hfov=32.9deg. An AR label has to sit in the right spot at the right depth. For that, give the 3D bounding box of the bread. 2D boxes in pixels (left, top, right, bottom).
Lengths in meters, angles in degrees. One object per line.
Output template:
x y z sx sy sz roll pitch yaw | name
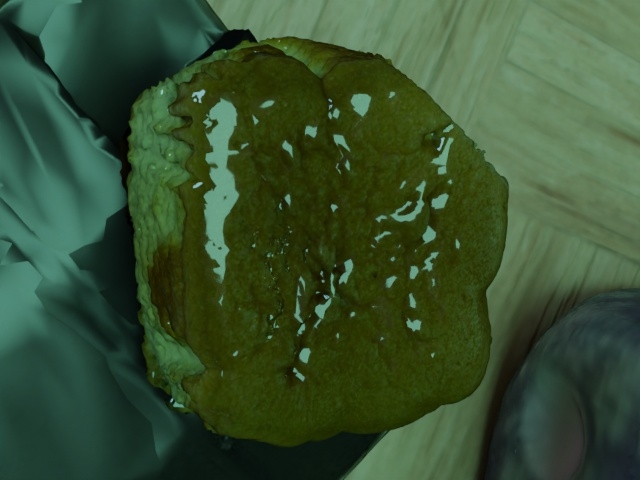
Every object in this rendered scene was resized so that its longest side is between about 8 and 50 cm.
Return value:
0.000 0.000 0.378 0.128 0.069 0.140 -10 106 -26 | bread

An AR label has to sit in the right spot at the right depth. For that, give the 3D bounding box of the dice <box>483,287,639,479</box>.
0.268 0.184 0.631 0.270 0.270 0.271 4 99 -24 | dice

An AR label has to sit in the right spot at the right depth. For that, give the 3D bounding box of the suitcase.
-0.162 0.084 0.459 0.434 0.194 0.283 -45 117 -10 | suitcase
